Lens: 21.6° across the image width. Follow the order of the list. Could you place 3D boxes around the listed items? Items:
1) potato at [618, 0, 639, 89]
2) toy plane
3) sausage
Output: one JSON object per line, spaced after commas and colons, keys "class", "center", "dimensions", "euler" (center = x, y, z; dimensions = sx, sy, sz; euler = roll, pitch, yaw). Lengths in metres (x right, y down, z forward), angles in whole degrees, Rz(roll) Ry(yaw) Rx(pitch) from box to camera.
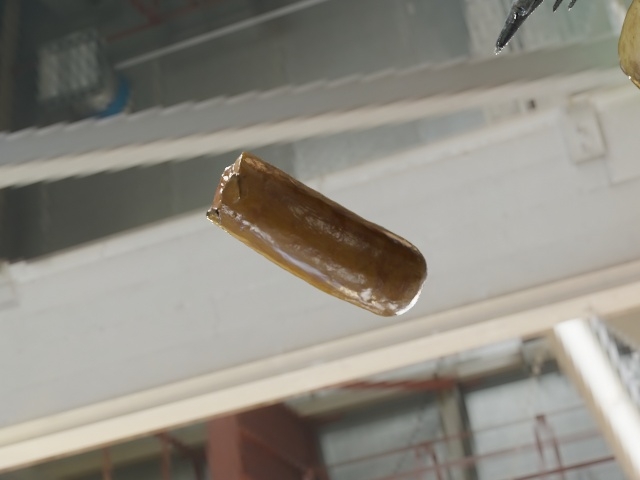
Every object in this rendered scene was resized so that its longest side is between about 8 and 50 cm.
{"class": "potato", "center": [0.345, -0.215, 1.633], "dimensions": [0.107, 0.080, 0.170], "euler": [-98, 23, -44]}
{"class": "toy plane", "center": [0.300, -0.360, 2.294], "dimensions": [0.234, 0.160, 0.082], "euler": [-57, -10, -15]}
{"class": "sausage", "center": [0.001, -0.001, 1.899], "dimensions": [0.270, 0.109, 0.109], "euler": [29, -145, -14]}
